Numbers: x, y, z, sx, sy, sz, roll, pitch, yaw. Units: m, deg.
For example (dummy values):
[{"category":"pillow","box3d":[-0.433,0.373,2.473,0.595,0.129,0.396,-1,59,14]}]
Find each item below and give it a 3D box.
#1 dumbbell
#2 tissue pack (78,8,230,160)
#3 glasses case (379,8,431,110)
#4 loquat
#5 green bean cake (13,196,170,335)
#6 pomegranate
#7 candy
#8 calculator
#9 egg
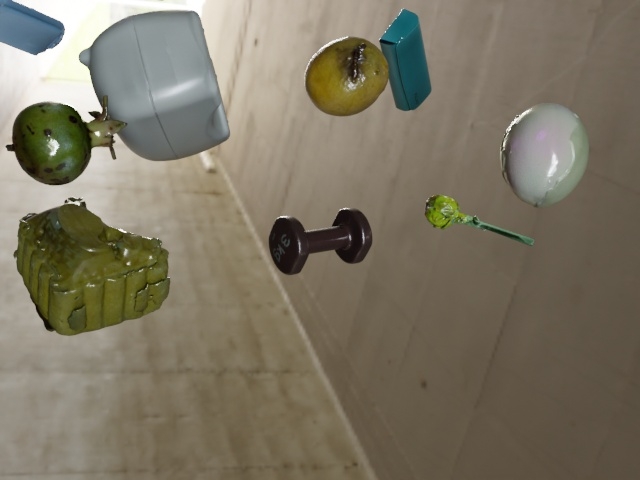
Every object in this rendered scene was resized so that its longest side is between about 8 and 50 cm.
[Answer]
[{"category":"dumbbell","box3d":[0.000,0.000,2.031,0.124,0.225,0.140,58,-39,30]},{"category":"tissue pack","box3d":[-0.313,-0.286,1.666,0.333,0.236,0.229,90,-15,-78]},{"category":"glasses case","box3d":[0.231,-0.461,2.270,0.117,0.070,0.301,-54,156,-12]},{"category":"loquat","box3d":[0.048,-0.328,1.744,0.149,0.172,0.204,55,-18,-11]},{"category":"green bean cake","box3d":[-0.504,0.029,1.909,0.310,0.285,0.202,47,-40,31]},{"category":"pomegranate","box3d":[-0.421,-0.168,1.412,0.148,0.169,0.148,30,-45,34]},{"category":"candy","box3d":[0.356,-0.038,1.953,0.073,0.262,0.077,-56,154,-27]},{"category":"calculator","box3d":[-0.684,-0.486,1.968,0.121,0.210,0.039,-31,-118,30]},{"category":"egg","box3d":[0.468,-0.170,1.808,0.183,0.183,0.217,116,-14,-58]}]
